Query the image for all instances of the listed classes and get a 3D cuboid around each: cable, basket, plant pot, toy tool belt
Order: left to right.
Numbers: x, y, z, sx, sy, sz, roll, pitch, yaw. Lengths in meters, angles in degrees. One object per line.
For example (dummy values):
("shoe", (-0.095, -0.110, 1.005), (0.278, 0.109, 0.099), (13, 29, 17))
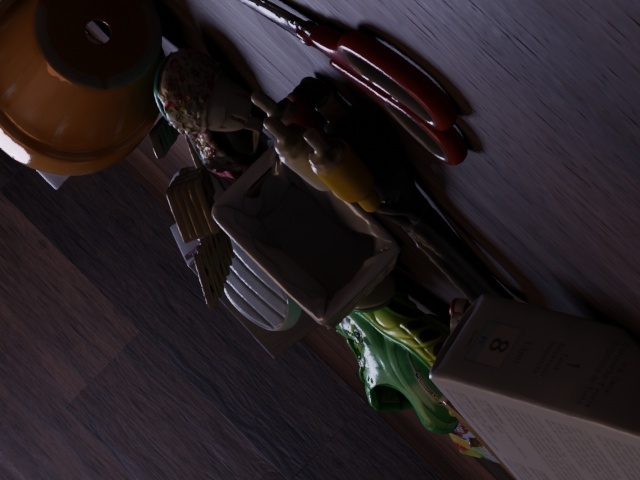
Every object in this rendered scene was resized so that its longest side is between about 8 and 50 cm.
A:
("plant pot", (-0.244, -0.187, 1.700), (0.205, 0.205, 0.188), (45, 159, -5))
("basket", (-0.011, -0.003, 1.685), (0.167, 0.113, 0.103), (44, 178, 12))
("cable", (0.046, -0.027, 1.332), (0.287, 0.072, 0.139), (49, 178, -35))
("toy tool belt", (0.150, 0.074, 1.466), (0.051, 0.052, 0.083), (5, 157, 27))

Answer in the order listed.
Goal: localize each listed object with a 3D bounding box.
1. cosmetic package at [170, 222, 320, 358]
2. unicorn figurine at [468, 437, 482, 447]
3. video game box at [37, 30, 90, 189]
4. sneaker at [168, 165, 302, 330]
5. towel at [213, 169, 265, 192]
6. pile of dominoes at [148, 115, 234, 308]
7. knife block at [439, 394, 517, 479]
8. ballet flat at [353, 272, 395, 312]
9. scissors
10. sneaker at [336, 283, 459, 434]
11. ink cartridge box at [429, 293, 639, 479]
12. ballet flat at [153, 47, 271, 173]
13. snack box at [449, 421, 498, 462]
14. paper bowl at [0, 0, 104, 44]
("cosmetic package", (-0.088, 0.040, 2.315), (0.238, 0.127, 0.107), (53, -176, -38))
("unicorn figurine", (0.206, 0.191, 1.703), (0.162, 0.111, 0.060), (-69, -29, -74))
("video game box", (-0.376, -0.208, 2.352), (0.205, 0.187, 0.048), (49, 176, -27))
("sneaker", (-0.080, 0.002, 1.968), (0.091, 0.094, 0.258), (-2, -135, -42))
("towel", (-0.065, -0.049, 2.090), (0.275, 0.031, 0.199), (42, 173, 28))
("pile of dominoes", (-0.121, -0.049, 1.805), (0.251, 0.040, 0.196), (-79, -30, -76))
("knife block", (0.260, 0.239, 1.594), (0.275, 0.088, 0.242), (40, 172, 32))
("ballet flat", (0.000, 0.000, 1.809), (0.086, 0.086, 0.248), (49, 174, -33))
("scissors", (-0.001, -0.143, 1.148), (0.297, 0.021, 0.109), (42, 175, 35))
("sneaker", (0.066, 0.117, 1.807), (0.109, 0.124, 0.295), (9, -165, -30))
("ink cartridge box", (0.301, 0.189, 1.203), (0.385, 0.091, 0.308), (12, 150, 47))
("ballet flat", (-0.098, -0.128, 1.663), (0.077, 0.091, 0.241), (12, 170, 12))
("snack box", (0.200, 0.224, 1.947), (0.100, 0.037, 0.141), (12, 160, 23))
("paper bowl", (-0.343, -0.198, 2.071), (0.284, 0.148, 0.284), (30, 180, 0))
